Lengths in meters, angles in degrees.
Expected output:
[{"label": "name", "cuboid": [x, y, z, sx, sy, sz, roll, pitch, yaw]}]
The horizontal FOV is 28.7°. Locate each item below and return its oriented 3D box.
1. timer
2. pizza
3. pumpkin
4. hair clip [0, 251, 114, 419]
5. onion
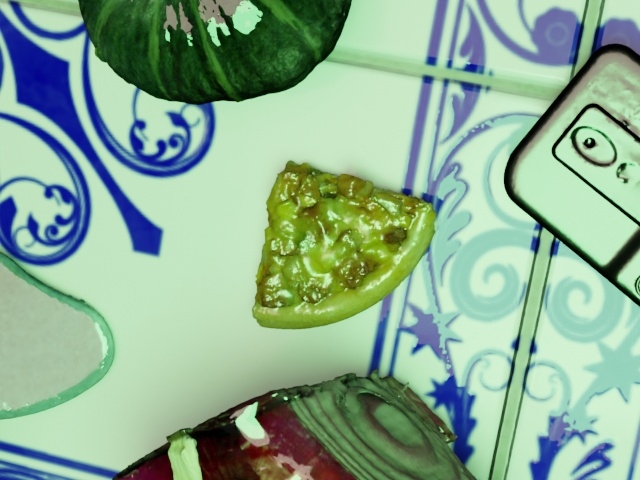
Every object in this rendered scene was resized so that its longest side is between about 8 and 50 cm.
[{"label": "timer", "cuboid": [0.241, -0.039, 0.924, 0.187, 0.055, 0.144, 40, 104, 6]}, {"label": "pizza", "cuboid": [0.000, 0.000, 0.987, 0.175, 0.046, 0.134, -41, 87, 14]}, {"label": "pumpkin", "cuboid": [-0.078, -0.198, 0.931, 0.211, 0.152, 0.211, -4, 79, 21]}, {"label": "hair clip", "cuboid": [-0.422, 0.094, 0.986, 0.392, 0.238, 0.318, -31, 93, 14]}, {"label": "onion", "cuboid": [-0.008, 0.228, 0.918, 0.256, 0.272, 0.230, -37, 78, 47]}]
